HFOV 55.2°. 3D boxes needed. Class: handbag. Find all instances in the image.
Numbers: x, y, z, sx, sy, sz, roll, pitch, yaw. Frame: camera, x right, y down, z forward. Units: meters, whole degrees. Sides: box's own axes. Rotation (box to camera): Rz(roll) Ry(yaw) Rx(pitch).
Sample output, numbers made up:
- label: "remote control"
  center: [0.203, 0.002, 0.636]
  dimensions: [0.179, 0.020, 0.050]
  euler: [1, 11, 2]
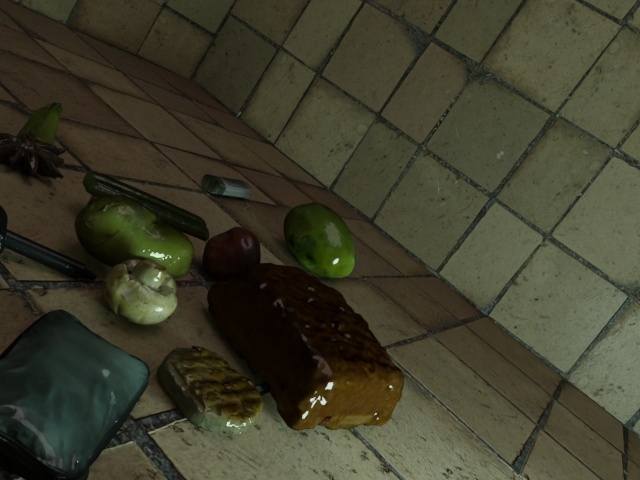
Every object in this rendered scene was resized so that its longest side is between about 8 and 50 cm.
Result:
- label: "handbag"
  center: [-0.347, 0.199, 0.815]
  dimensions: [0.191, 0.075, 0.332]
  euler: [36, 10, -7]

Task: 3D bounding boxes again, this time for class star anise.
- label: "star anise"
  center: [-0.679, -0.200, 1.397]
  dimensions: [0.182, 0.065, 0.195]
  euler: [23, 28, -31]

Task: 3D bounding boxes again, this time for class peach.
- label: "peach"
  center: [-0.212, 0.049, 1.511]
  dimensions: [0.152, 0.152, 0.152]
  euler: [32, 14, -9]

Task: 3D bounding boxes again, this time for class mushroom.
- label: "mushroom"
  center: [-0.329, 0.091, 1.124]
  dimensions: [0.148, 0.112, 0.148]
  euler: [28, 7, -4]

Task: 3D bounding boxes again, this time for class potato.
- label: "potato"
  center: [-0.373, -0.002, 1.243]
  dimensions: [0.248, 0.144, 0.169]
  euler: [29, -2, -28]
- label: "potato"
  center: [-0.001, -0.002, 2.022]
  dimensions: [0.215, 0.216, 0.304]
  euler: [23, 15, -41]

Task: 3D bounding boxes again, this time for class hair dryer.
- label: "hair dryer"
  center: [-0.505, 0.027, 1.068]
  dimensions: [0.248, 0.071, 0.114]
  euler: [35, 10, -35]

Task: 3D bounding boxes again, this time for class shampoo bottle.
- label: "shampoo bottle"
  center: [-0.332, -0.193, 2.196]
  dimensions: [0.086, 0.056, 0.227]
  euler: [38, 14, 18]

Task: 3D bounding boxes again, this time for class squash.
- label: "squash"
  center: [-0.725, -0.297, 1.602]
  dimensions: [0.090, 0.075, 0.200]
  euler: [12, 41, -12]

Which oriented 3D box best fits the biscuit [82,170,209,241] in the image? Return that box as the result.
- label: "biscuit"
  center: [-0.402, -0.082, 1.440]
  dimensions: [0.322, 0.038, 0.099]
  euler: [27, 17, -37]

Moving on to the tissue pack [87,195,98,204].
- label: "tissue pack"
  center: [-0.450, -0.056, 1.442]
  dimensions: [0.176, 0.062, 0.095]
  euler: [37, 12, 14]

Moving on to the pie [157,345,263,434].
- label: "pie"
  center: [-0.182, 0.255, 1.051]
  dimensions: [0.195, 0.046, 0.195]
  euler: [31, 15, -10]

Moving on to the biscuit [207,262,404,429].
- label: "biscuit"
  center: [-0.021, 0.216, 1.311]
  dimensions: [0.342, 0.166, 0.395]
  euler: [14, 25, -50]
